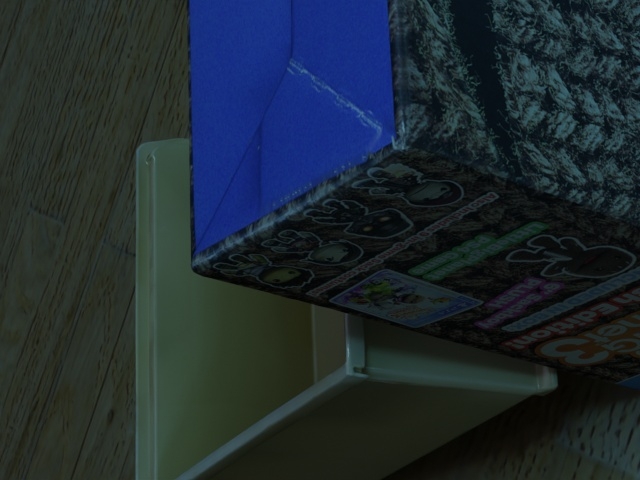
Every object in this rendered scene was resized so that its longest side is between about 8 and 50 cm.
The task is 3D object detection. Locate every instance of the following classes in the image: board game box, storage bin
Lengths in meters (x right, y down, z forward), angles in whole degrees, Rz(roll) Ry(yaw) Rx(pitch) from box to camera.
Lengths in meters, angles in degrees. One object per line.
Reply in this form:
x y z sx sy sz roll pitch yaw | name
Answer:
0.094 -0.082 0.841 0.141 0.291 0.232 -28 56 44 | board game box
0.000 0.000 1.016 0.262 0.123 0.260 -40 47 54 | storage bin
